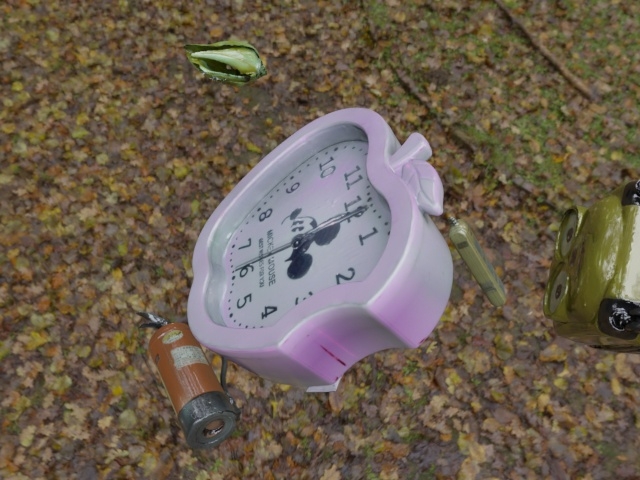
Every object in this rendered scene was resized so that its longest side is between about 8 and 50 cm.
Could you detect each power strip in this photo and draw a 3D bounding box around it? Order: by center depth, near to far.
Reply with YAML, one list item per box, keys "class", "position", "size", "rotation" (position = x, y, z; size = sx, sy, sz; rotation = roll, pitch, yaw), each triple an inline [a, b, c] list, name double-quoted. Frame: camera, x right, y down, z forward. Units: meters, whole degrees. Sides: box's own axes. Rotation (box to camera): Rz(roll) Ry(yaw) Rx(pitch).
- class: "power strip"
  position: [0.514, 0.062, 1.686]
  size: [0.066, 0.387, 0.092]
  rotation: [-24, 29, 28]

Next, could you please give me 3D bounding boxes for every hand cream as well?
- class: "hand cream"
  position: [0.025, 0.358, 1.363]
  size: [0.084, 0.053, 0.142]
  rotation: [-10, 11, 25]

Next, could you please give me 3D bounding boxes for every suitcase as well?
- class: "suitcase"
  position: [0.371, 0.037, 0.623]
  size: [0.143, 0.235, 0.193]
  rotation: [13, 80, 8]

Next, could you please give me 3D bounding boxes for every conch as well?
- class: "conch"
  position: [-0.182, -0.367, 1.072]
  size: [0.201, 0.079, 0.094]
  rotation: [-24, 83, -43]

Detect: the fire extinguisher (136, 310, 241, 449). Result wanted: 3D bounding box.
- class: "fire extinguisher"
  position: [-0.296, 0.304, 1.196]
  size: [0.113, 0.200, 0.376]
  rotation: [-45, 48, 2]

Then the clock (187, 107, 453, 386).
- class: "clock"
  position: [0.000, 0.000, 0.599]
  size: [0.339, 0.102, 0.338]
  rotation: [-25, 42, 25]
